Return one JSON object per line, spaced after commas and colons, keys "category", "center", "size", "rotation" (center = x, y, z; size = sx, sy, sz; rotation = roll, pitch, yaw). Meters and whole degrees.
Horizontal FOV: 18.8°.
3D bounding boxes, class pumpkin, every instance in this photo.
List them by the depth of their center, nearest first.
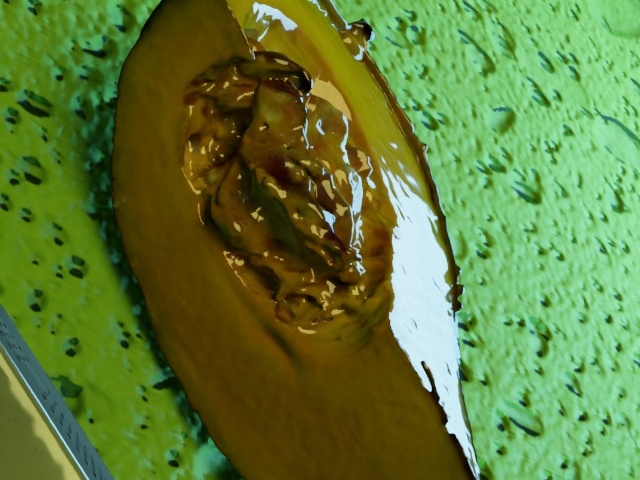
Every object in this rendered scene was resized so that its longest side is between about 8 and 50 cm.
{"category": "pumpkin", "center": [-0.002, 0.004, 0.884], "size": [0.278, 0.111, 0.163], "rotation": [62, 25, 8]}

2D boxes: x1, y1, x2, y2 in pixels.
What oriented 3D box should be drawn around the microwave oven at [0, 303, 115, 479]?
{"category": "microwave oven", "center": [-0.118, 0.111, 0.562], "size": [0.145, 0.240, 0.194], "rotation": [-36, 91, -7]}
